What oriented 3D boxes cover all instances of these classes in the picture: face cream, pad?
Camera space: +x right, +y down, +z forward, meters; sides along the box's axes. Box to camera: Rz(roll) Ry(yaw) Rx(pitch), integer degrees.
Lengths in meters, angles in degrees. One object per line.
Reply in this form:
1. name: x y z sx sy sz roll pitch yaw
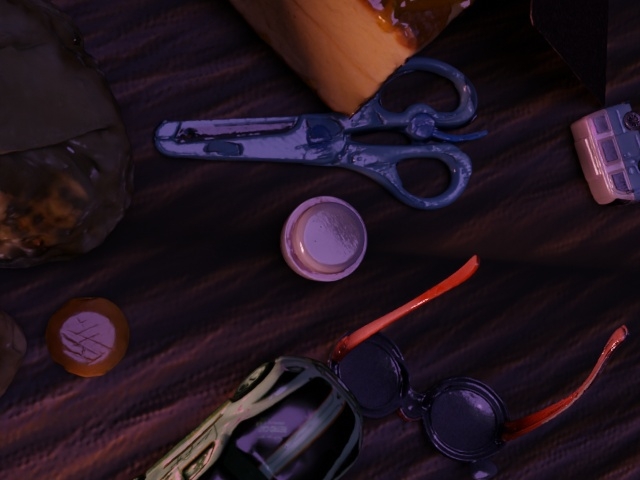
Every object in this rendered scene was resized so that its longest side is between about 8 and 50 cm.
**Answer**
1. face cream: 0.000 0.000 1.040 0.091 0.095 0.091 2 84 -16
2. pad: 0.284 -0.293 1.074 0.004 0.330 0.220 0 82 29

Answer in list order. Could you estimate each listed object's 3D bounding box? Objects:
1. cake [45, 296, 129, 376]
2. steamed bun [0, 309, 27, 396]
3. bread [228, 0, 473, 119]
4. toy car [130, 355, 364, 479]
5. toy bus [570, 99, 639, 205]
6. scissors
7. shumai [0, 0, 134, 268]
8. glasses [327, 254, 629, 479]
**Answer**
1. cake: -0.239 0.097 0.991 0.084 0.044 0.084 1 86 -15
2. steamed bun: -0.371 0.100 0.895 0.172 0.155 0.141 34 76 -11
3. bread: 0.045 -0.328 1.011 0.279 0.207 0.279 48 67 -3
4. toy car: -0.088 0.250 0.958 0.306 0.125 0.136 -41 97 -1
5. toy bus: 0.355 -0.099 1.168 0.075 0.060 0.123 -17 87 -12
6. scissors: 0.009 -0.121 1.087 0.393 0.032 0.180 -2 85 -16
7. shumai: -0.316 -0.120 0.863 0.330 0.288 0.292 46 74 -5
8. glasses: 0.149 0.137 0.987 0.234 0.268 0.118 28 59 -10
